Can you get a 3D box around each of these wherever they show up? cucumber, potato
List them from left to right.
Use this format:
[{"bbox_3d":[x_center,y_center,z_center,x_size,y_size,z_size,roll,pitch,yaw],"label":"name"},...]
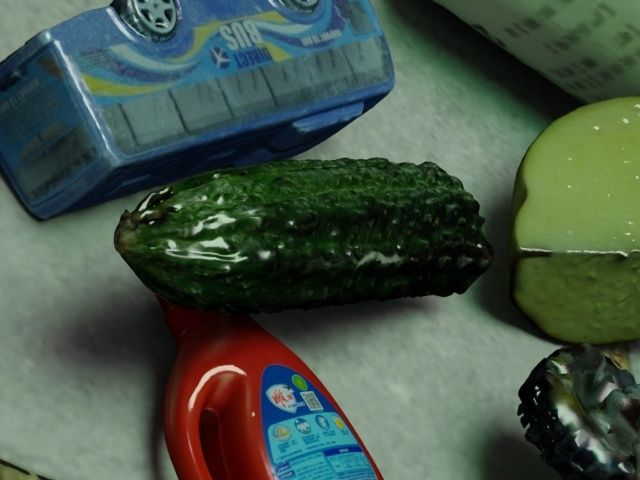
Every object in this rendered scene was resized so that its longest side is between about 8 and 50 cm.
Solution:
[{"bbox_3d":[0.001,-0.001,0.843,0.077,0.077,0.265,57,23,13],"label":"cucumber"},{"bbox_3d":[0.146,-0.012,1.035,0.149,0.081,0.120,-1,48,-22],"label":"potato"}]

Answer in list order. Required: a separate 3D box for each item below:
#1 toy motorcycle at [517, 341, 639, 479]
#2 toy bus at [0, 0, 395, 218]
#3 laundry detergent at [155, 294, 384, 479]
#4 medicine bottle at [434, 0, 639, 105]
[{"bbox_3d":[0.186,0.137,0.896,0.401,0.134,0.207,3,49,-43],"label":"toy motorcycle"},{"bbox_3d":[-0.060,-0.077,0.902,0.236,0.079,0.094,-19,87,-50],"label":"toy bus"},{"bbox_3d":[-0.031,0.082,0.806,0.097,0.049,0.165,-7,58,-47],"label":"laundry detergent"},{"bbox_3d":[0.246,-0.148,1.140,0.371,0.211,0.211,32,40,-19],"label":"medicine bottle"}]
